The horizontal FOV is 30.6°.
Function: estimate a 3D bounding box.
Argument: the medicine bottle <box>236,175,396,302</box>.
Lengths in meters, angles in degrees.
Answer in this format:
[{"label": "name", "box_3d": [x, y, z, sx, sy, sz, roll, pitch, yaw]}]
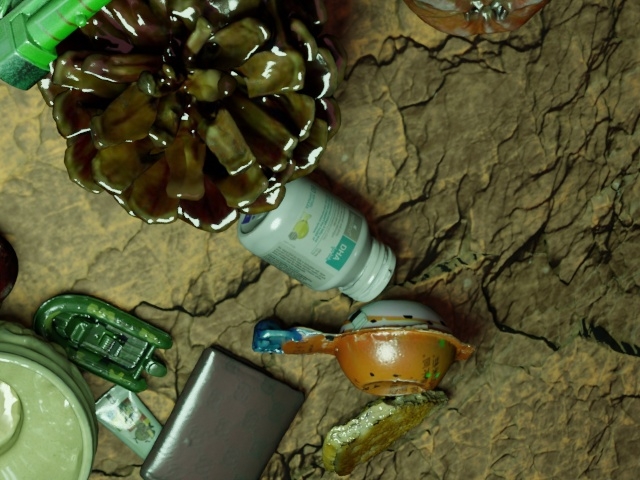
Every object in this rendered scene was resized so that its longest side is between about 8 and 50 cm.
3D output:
[{"label": "medicine bottle", "box_3d": [0.000, 0.000, 1.683, 0.215, 0.135, 0.135, 32, 95, -22]}]

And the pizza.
[{"label": "pizza", "box_3d": [0.090, 0.277, 1.808, 0.226, 0.069, 0.147, -36, 151, -1]}]

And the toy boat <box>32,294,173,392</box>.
[{"label": "toy boat", "box_3d": [-0.313, 0.143, 1.677, 0.210, 0.052, 0.104, 30, 98, -23]}]

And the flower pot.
[{"label": "flower pot", "box_3d": [-0.455, 0.244, 1.556, 0.308, 0.244, 0.307, -4, 102, -18]}]

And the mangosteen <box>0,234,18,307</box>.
[{"label": "mangosteen", "box_3d": [-0.469, 0.052, 1.573, 0.140, 0.140, 0.140, -5, 107, -15]}]

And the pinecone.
[{"label": "pinecone", "box_3d": [-0.165, -0.190, 1.473, 0.398, 0.398, 0.397, -5, 107, -15]}]

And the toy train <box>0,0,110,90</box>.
[{"label": "toy train", "box_3d": [-0.288, -0.283, 1.337, 0.251, 0.119, 0.085, -32, 147, 24]}]

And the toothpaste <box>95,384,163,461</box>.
[{"label": "toothpaste", "box_3d": [-0.241, 0.319, 1.762, 0.067, 0.037, 0.255, -40, 110, -2]}]

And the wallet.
[{"label": "wallet", "box_3d": [-0.147, 0.291, 1.753, 0.182, 0.049, 0.229, 30, 86, -21]}]

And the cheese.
[{"label": "cheese", "box_3d": [0.064, 0.157, 1.735, 0.329, 0.217, 0.129, 4, 69, -4]}]

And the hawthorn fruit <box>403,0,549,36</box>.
[{"label": "hawthorn fruit", "box_3d": [0.215, -0.423, 1.596, 0.242, 0.242, 0.271, 4, 74, -18]}]
